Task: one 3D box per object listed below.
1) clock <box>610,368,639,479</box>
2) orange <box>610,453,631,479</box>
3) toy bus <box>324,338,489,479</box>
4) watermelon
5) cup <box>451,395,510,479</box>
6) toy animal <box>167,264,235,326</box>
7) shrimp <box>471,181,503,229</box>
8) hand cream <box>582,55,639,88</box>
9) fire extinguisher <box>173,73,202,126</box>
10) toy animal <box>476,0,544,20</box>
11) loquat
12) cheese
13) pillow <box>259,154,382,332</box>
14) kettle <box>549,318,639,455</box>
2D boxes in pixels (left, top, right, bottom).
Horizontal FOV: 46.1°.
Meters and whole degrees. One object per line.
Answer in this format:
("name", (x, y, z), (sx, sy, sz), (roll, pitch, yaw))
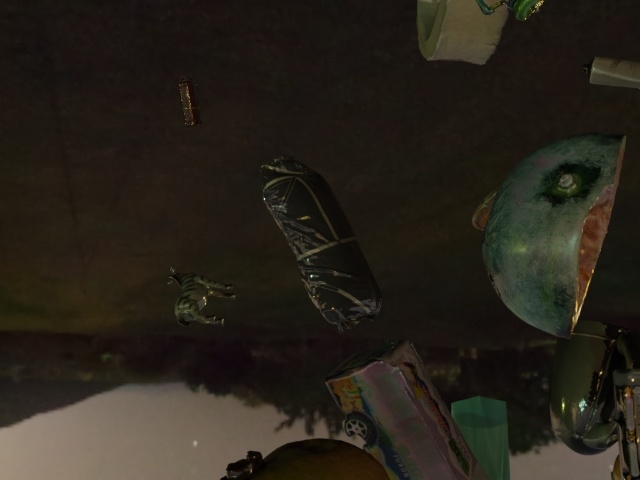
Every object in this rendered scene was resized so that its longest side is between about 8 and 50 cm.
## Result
("clock", (0.606, 0.302, 1.224), (0.253, 0.186, 0.083), (-2, 166, 13))
("orange", (0.804, 0.580, 1.870), (0.155, 0.154, 0.134), (1, -149, -11))
("toy bus", (0.139, 0.299, 1.073), (0.138, 0.316, 0.112), (-30, -179, 37))
("watermelon", (0.332, -0.043, 1.118), (0.188, 0.321, 0.175), (11, 156, 22))
("cup", (0.385, 0.512, 1.802), (0.134, 0.235, 0.148), (-4, 146, 10))
("toy animal", (-0.298, 0.131, 1.768), (0.176, 0.073, 0.217), (6, -148, 7))
("shrimp", (0.441, -0.117, 1.594), (0.289, 0.075, 0.178), (-17, 150, -18))
("hand cream", (0.621, -0.333, 1.502), (0.186, 0.087, 0.054), (11, 140, 19))
("fire extinguisher", (-0.327, -0.349, 1.862), (0.056, 0.132, 0.039), (-9, -173, -7))
("toy animal", (0.309, -0.476, 1.370), (0.103, 0.208, 0.100), (-49, 173, 19))
("loquat", (-0.017, 0.318, 0.793), (0.244, 0.243, 0.244), (-1, 169, 0))
("cheese", (0.329, -0.584, 1.746), (0.153, 0.292, 0.332), (4, 144, -8))
("pillow", (0.000, 0.000, 1.335), (0.093, 0.335, 0.162), (-31, 167, 34))
("kettle", (0.712, 0.384, 1.905), (0.229, 0.324, 0.321), (20, 165, -8))
